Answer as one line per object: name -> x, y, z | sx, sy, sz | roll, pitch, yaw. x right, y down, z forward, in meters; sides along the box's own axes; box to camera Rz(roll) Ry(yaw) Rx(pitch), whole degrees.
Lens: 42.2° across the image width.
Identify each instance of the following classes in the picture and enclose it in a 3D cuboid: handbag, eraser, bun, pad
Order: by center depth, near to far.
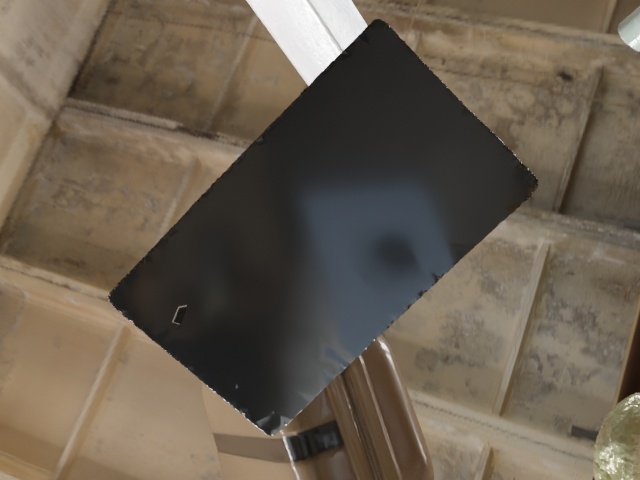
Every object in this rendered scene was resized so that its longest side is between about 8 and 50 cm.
pad -> 0.000, 0.000, 0.562 | 0.159, 0.009, 0.265 | 43, -80, -14
bun -> 0.276, 0.188, 0.726 | 0.069, 0.115, 0.115 | -2, -122, 53
handbag -> -0.026, 0.171, 0.894 | 0.149, 0.302, 0.283 | -13, -95, -23
eraser -> 0.025, -0.224, 1.028 | 0.076, 0.298, 0.078 | -8, -134, 36

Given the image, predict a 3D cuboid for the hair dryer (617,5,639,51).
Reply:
hair dryer -> 0.410, -0.296, 0.895 | 0.044, 0.155, 0.183 | 44, -131, -5
